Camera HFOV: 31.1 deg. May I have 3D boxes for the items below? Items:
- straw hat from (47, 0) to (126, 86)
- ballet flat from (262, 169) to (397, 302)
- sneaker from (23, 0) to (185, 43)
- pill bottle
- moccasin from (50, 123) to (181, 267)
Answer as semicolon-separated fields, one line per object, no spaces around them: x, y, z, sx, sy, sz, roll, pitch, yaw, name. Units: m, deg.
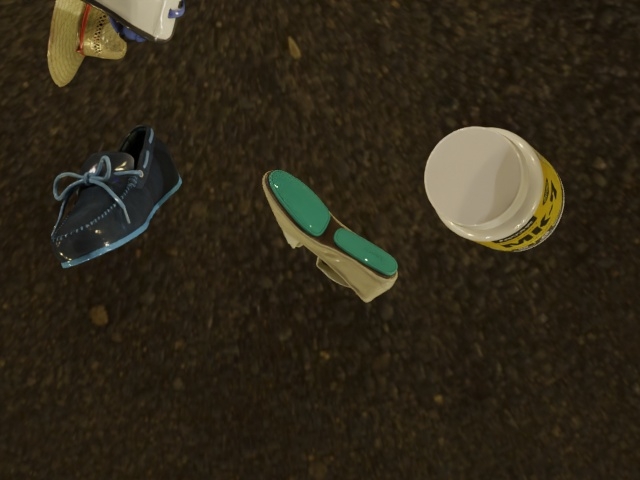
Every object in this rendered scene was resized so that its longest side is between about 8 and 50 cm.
-0.216;-0.211;1.139;0.061;0.144;0.145;16;105;2;straw hat
0.000;0.000;1.692;0.248;0.086;0.086;40;100;0;ballet flat
-0.129;-0.264;0.943;0.315;0.127;0.182;-21;120;-20;sneaker
0.184;-0.054;1.214;0.119;0.208;0.119;-2;85;21;pill bottle
-0.302;-0.069;1.605;0.137;0.342;0.117;-16;109;14;moccasin
